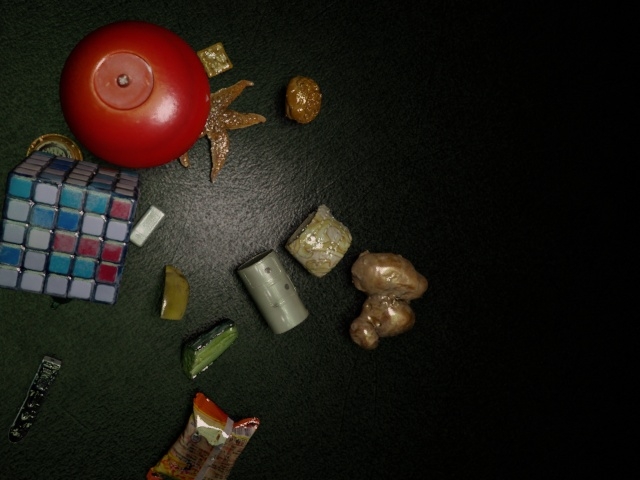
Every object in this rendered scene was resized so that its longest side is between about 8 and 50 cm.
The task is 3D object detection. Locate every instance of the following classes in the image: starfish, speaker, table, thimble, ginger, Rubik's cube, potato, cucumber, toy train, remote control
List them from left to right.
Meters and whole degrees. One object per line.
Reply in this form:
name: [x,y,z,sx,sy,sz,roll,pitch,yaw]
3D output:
toy train: [-0.768,0.427,1.729,0.052,0.051,0.233,25,87,-16]
speaker: [-0.690,0.147,1.738,0.060,0.075,0.094,13,112,-9]
Rubik's cube: [-0.621,-0.038,1.612,0.292,0.293,0.286,12,104,-19]
remote control: [-0.492,-0.042,1.825,0.053,0.018,0.124,38,80,-16]
potato: [-0.401,0.149,1.804,0.081,0.120,0.149,8,89,-17]
cucumber: [-0.326,0.298,1.854,0.193,0.086,0.115,-34,145,-16]
starfish: [-0.295,-0.344,1.862,0.302,0.060,0.299,-31,97,-16]
table: [-0.139,0.149,1.886,0.126,0.126,0.219,-31,101,-15]
thimble: [0.000,0.000,1.925,0.143,0.137,0.190,41,65,-12]
ginger: [0.198,0.189,1.978,0.245,0.155,0.303,8,88,-20]

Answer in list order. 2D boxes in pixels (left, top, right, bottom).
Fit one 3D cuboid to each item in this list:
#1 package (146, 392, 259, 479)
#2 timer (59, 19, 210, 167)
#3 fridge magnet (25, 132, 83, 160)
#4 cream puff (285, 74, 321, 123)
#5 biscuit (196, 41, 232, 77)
package: [-0.332,0.599,1.844,0.223,0.108,0.288,29,85,-14]
timer: [-0.476,-0.375,1.672,0.378,0.279,0.377,0,91,-4]
fridge magnet: [-0.711,-0.215,1.728,0.143,0.063,0.142,-1,93,-15]
cream puff: [-0.048,-0.411,1.900,0.103,0.126,0.143,12,123,11]
biscuit: [-0.307,-0.525,1.876,0.081,0.018,0.083,-28,99,-15]
